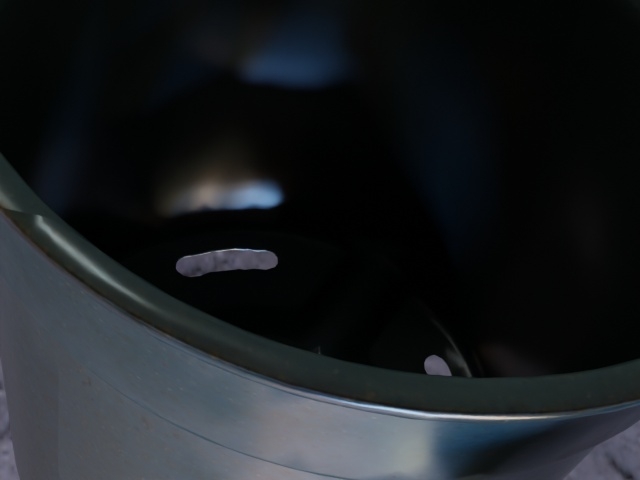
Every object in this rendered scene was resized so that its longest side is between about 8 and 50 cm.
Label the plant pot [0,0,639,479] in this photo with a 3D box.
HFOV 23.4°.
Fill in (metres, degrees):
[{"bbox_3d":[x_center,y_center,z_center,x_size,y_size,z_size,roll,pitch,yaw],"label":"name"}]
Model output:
[{"bbox_3d":[0.000,0.000,0.648,0.341,0.341,0.334,4,145,-11],"label":"plant pot"}]
